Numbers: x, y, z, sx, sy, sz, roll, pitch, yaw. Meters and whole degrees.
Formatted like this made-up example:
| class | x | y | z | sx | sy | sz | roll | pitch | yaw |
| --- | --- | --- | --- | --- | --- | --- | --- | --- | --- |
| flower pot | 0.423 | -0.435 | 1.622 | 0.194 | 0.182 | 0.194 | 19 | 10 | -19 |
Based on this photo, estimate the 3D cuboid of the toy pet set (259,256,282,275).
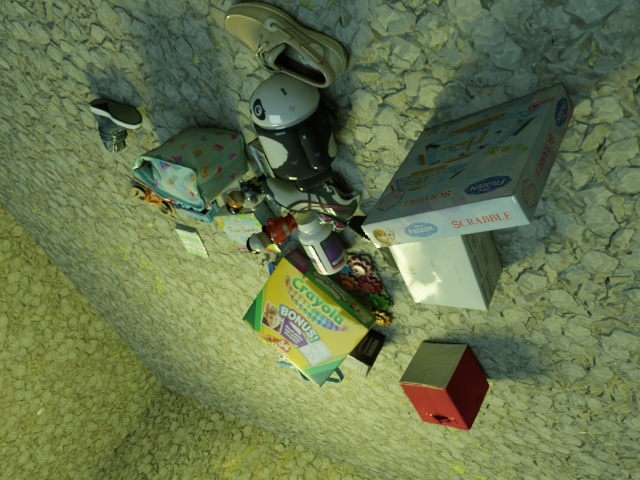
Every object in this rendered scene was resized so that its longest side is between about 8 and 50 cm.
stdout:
| class | x | y | z | sx | sy | sz | roll | pitch | yaw |
| --- | --- | --- | --- | --- | --- | --- | --- | --- | --- |
| toy pet set | -0.161 | 0.113 | 1.915 | 0.122 | 0.065 | 0.114 | 39 | 147 | -7 |

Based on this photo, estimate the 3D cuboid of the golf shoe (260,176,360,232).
| class | x | y | z | sx | sy | sz | roll | pitch | yaw |
| --- | --- | --- | --- | --- | --- | --- | --- | --- | --- |
| golf shoe | -0.025 | -0.125 | 1.422 | 0.273 | 0.105 | 0.120 | 19 | 123 | -25 |

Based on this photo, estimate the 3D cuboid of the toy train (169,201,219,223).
| class | x | y | z | sx | sy | sz | roll | pitch | yaw |
| --- | --- | --- | --- | --- | --- | --- | --- | --- | --- |
| toy train | -0.440 | -0.126 | 1.851 | 0.184 | 0.080 | 0.105 | 17 | 149 | 24 |

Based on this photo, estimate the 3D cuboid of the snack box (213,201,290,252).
| class | x | y | z | sx | sy | sz | roll | pitch | yaw |
| --- | --- | --- | --- | --- | --- | --- | --- | --- | --- |
| snack box | -0.229 | -0.041 | 1.776 | 0.207 | 0.070 | 0.174 | -2 | 132 | 41 |

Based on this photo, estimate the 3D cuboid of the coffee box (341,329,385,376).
| class | x | y | z | sx | sy | sz | roll | pitch | yaw |
| --- | --- | --- | --- | --- | --- | --- | --- | --- | --- |
| coffee box | 0.093 | 0.364 | 1.940 | 0.246 | 0.141 | 0.098 | 25 | 144 | 14 |

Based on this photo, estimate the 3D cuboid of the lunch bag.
| class | x | y | z | sx | sy | sz | roll | pitch | yaw |
| --- | --- | --- | --- | --- | --- | --- | --- | --- | --- |
| lunch bag | -0.376 | -0.223 | 1.538 | 0.262 | 0.223 | 0.160 | 17 | 135 | 26 |

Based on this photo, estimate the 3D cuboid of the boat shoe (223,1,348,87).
| class | x | y | z | sx | sy | sz | roll | pitch | yaw |
| --- | --- | --- | --- | --- | --- | --- | --- | --- | --- |
| boat shoe | -0.092 | -0.419 | 1.158 | 0.302 | 0.098 | 0.109 | 28 | 146 | 10 |

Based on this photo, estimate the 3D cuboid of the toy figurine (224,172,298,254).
| class | x | y | z | sx | sy | sz | roll | pitch | yaw |
| --- | --- | --- | --- | --- | --- | --- | --- | --- | --- |
| toy figurine | -0.181 | -0.071 | 1.547 | 0.209 | 0.148 | 0.213 | 58 | 170 | -5 |

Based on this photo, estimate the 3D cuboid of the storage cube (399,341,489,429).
| class | x | y | z | sx | sy | sz | roll | pitch | yaw |
| --- | --- | --- | --- | --- | --- | --- | --- | --- | --- |
| storage cube | 0.402 | 0.464 | 1.734 | 0.184 | 0.215 | 0.193 | -6 | 123 | 46 |

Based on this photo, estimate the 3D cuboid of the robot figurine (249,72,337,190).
| class | x | y | z | sx | sy | sz | roll | pitch | yaw |
| --- | --- | --- | --- | --- | --- | --- | --- | --- | --- |
| robot figurine | -0.063 | -0.254 | 1.270 | 0.209 | 0.173 | 0.278 | 6 | 138 | 28 |

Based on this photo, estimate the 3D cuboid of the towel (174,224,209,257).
| class | x | y | z | sx | sy | sz | roll | pitch | yaw |
| --- | --- | --- | --- | --- | --- | --- | --- | --- | --- |
| towel | -0.510 | 0.008 | 2.126 | 0.113 | 0.023 | 0.152 | 16 | 142 | 27 |

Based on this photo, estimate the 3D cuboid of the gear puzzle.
| class | x | y | z | sx | sy | sz | roll | pitch | yaw |
| --- | --- | --- | --- | --- | --- | --- | --- | --- | --- |
| gear puzzle | 0.139 | 0.174 | 1.747 | 0.175 | 0.044 | 0.339 | 3 | 135 | 39 |

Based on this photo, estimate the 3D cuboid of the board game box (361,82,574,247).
| class | x | y | z | sx | sy | sz | roll | pitch | yaw |
| --- | --- | --- | --- | --- | --- | --- | --- | --- | --- |
| board game box | 0.271 | -0.133 | 1.001 | 0.319 | 0.318 | 0.066 | -11 | 126 | 48 |

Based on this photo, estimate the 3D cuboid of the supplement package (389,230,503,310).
| class | x | y | z | sx | sy | sz | roll | pitch | yaw |
| --- | --- | --- | --- | --- | --- | --- | --- | --- | --- |
| supplement package | 0.305 | 0.025 | 1.324 | 0.204 | 0.145 | 0.262 | 3 | 134 | 38 |

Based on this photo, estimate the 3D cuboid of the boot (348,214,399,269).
| class | x | y | z | sx | sy | sz | roll | pitch | yaw |
| --- | --- | --- | --- | --- | --- | --- | --- | --- | --- |
| boot | 0.166 | 0.016 | 1.506 | 0.198 | 0.077 | 0.137 | 26 | 151 | 15 |

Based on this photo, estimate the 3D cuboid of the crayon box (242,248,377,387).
| class | x | y | z | sx | sy | sz | roll | pitch | yaw |
| --- | --- | --- | --- | --- | --- | --- | --- | --- | --- |
| crayon box | -0.043 | 0.263 | 1.805 | 0.363 | 0.106 | 0.313 | 39 | 121 | 9 |

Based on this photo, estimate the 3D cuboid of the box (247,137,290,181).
| class | x | y | z | sx | sy | sz | roll | pitch | yaw |
| --- | --- | --- | --- | --- | --- | --- | --- | --- | --- |
| box | -0.126 | -0.180 | 1.502 | 0.114 | 0.036 | 0.207 | 38 | 159 | 51 |

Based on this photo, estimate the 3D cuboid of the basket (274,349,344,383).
| class | x | y | z | sx | sy | sz | roll | pitch | yaw |
| --- | --- | --- | --- | --- | --- | --- | --- | --- | --- |
| basket | -0.056 | 0.436 | 2.101 | 0.255 | 0.201 | 0.289 | -17 | 111 | 49 |

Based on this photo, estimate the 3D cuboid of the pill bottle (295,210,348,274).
| class | x | y | z | sx | sy | sz | roll | pitch | yaw |
| --- | --- | --- | --- | --- | --- | --- | --- | --- | --- |
| pill bottle | 0.000 | 0.000 | 1.593 | 0.108 | 0.108 | 0.193 | 5 | 136 | 38 |

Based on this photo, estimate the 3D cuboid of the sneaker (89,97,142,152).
| class | x | y | z | sx | sy | sz | roll | pitch | yaw |
| --- | --- | --- | --- | --- | --- | --- | --- | --- | --- |
| sneaker | -0.635 | -0.349 | 1.718 | 0.226 | 0.086 | 0.163 | 26 | 136 | 30 |

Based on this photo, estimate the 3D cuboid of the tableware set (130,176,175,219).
| class | x | y | z | sx | sy | sz | roll | pitch | yaw |
| --- | --- | --- | --- | --- | --- | --- | --- | --- | --- |
| tableware set | -0.640 | -0.147 | 2.031 | 0.194 | 0.039 | 0.128 | 30 | 146 | 7 |

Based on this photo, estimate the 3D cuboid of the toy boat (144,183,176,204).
| class | x | y | z | sx | sy | sz | roll | pitch | yaw |
| --- | --- | --- | --- | --- | --- | --- | --- | --- | --- |
| toy boat | -0.493 | -0.174 | 1.691 | 0.151 | 0.151 | 0.231 | 44 | -172 | -12 |
